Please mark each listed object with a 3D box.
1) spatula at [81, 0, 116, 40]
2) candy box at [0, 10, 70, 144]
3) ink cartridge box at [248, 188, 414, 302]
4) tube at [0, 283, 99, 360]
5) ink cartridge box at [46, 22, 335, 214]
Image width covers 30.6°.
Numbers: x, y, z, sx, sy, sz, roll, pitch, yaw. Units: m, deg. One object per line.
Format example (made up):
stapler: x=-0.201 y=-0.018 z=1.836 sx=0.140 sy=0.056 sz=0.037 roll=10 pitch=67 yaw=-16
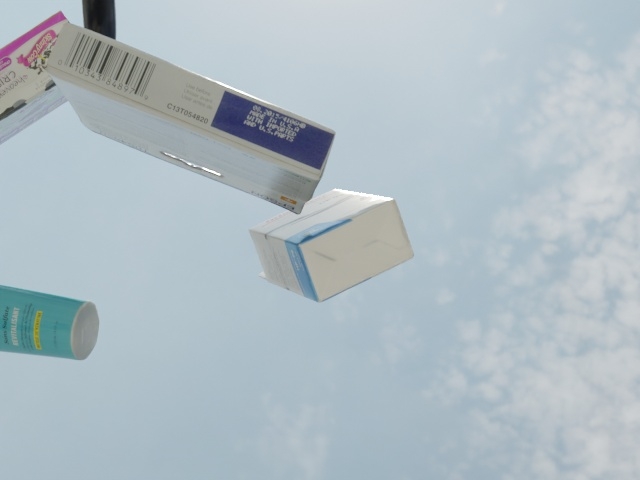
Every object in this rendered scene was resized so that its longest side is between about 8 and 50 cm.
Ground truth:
spatula: x=-0.190 y=-0.263 z=0.979 sx=0.296 sy=0.084 sz=0.030 roll=100 pitch=-11 yaw=-57
candy box: x=-0.368 y=-0.183 z=1.417 sx=0.071 sy=0.159 sz=0.233 roll=55 pitch=-17 yaw=-7
ink cartridge box: x=0.000 y=0.000 z=1.119 sx=0.180 sy=0.104 sz=0.060 roll=15 pitch=-52 yaw=67
tube: x=-0.301 y=0.067 z=1.043 sx=0.207 sy=0.052 sz=0.080 roll=6 pitch=-86 yaw=16
ink cartridge box: x=-0.102 y=-0.093 z=0.965 sx=0.224 sy=0.223 sz=0.045 roll=135 pitch=-23 yaw=-82
